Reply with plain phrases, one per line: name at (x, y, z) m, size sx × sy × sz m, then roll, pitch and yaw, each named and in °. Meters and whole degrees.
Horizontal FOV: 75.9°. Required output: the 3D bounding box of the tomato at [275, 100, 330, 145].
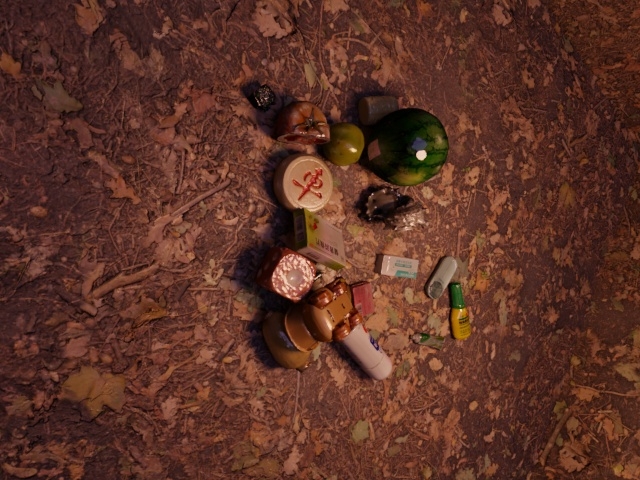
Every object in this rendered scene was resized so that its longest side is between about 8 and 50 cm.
tomato at (-0.070, -0.459, 1.591) m, size 0.214 × 0.181 × 0.155 m, roll -1°, pitch 88°, yaw -34°

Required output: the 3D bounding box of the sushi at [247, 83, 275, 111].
sushi at (-0.217, -0.540, 1.568) m, size 0.084 × 0.056 × 0.083 m, roll 51°, pitch 62°, yaw -22°

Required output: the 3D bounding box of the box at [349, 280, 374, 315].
box at (0.180, 0.265, 1.852) m, size 0.112 × 0.060 × 0.156 m, roll -12°, pitch 102°, yaw -29°

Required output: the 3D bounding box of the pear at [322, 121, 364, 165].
pear at (0.074, -0.407, 1.695) m, size 0.216 × 0.166 × 0.180 m, roll 27°, pitch 91°, yaw -4°

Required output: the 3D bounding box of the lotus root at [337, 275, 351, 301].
lotus root at (0.087, 0.250, 1.779) m, size 0.108 × 0.095 × 0.190 m, roll 29°, pitch 73°, yaw -52°

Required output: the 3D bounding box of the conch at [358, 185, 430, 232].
conch at (0.328, -0.111, 1.805) m, size 0.240 × 0.313 × 0.186 m, roll -54°, pitch 163°, yaw -54°

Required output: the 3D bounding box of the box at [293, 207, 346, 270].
box at (0.000, -0.001, 1.641) m, size 0.261 × 0.062 × 0.175 m, roll 30°, pitch 45°, yaw -47°

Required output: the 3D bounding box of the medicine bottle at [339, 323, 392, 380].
medicine bottle at (0.201, 0.495, 1.838) m, size 0.130 × 0.130 × 0.340 m, roll -46°, pitch 113°, yaw -20°

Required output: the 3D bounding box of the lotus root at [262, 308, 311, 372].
lotus root at (-0.131, 0.407, 1.631) m, size 0.146 × 0.131 × 0.303 m, roll -27°, pitch 107°, yaw 7°

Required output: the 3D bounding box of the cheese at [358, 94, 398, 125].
cheese at (0.256, -0.579, 1.821) m, size 0.167 × 0.094 × 0.123 m, roll -15°, pitch 110°, yaw -25°

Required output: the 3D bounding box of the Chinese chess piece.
Chinese chess piece at (-0.067, -0.226, 1.651) m, size 0.251 × 0.097 × 0.250 m, roll -2°, pitch 95°, yaw -29°

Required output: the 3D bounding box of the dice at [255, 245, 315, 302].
dice at (-0.136, 0.131, 1.592) m, size 0.175 × 0.179 × 0.173 m, roll 30°, pitch 79°, yaw -24°

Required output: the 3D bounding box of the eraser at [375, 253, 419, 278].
eraser at (0.367, 0.123, 1.955) m, size 0.225 × 0.052 × 0.095 m, roll 9°, pitch 91°, yaw -31°

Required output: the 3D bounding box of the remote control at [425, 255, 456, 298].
remote control at (0.618, 0.189, 2.107) m, size 0.104 × 0.052 × 0.247 m, roll 43°, pitch 73°, yaw -24°

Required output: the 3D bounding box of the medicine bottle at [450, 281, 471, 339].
medicine bottle at (0.733, 0.372, 2.175) m, size 0.111 × 0.076 × 0.308 m, roll -17°, pitch 101°, yaw -30°

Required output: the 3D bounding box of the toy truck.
toy truck at (0.013, 0.295, 1.601) m, size 0.204 × 0.212 × 0.288 m, roll 60°, pitch 27°, yaw 1°

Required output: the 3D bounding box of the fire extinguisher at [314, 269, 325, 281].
fire extinguisher at (-0.019, 0.153, 1.747) m, size 0.083 × 0.025 × 0.038 m, roll -33°, pitch 86°, yaw -24°

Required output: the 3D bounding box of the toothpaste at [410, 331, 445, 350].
toothpaste at (0.552, 0.510, 2.097) m, size 0.248 × 0.047 × 0.077 m, roll 19°, pitch 88°, yaw -32°

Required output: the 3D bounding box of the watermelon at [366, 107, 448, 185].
watermelon at (0.375, -0.397, 1.758) m, size 0.364 × 0.363 × 0.362 m, roll -2°, pitch 95°, yaw -30°
